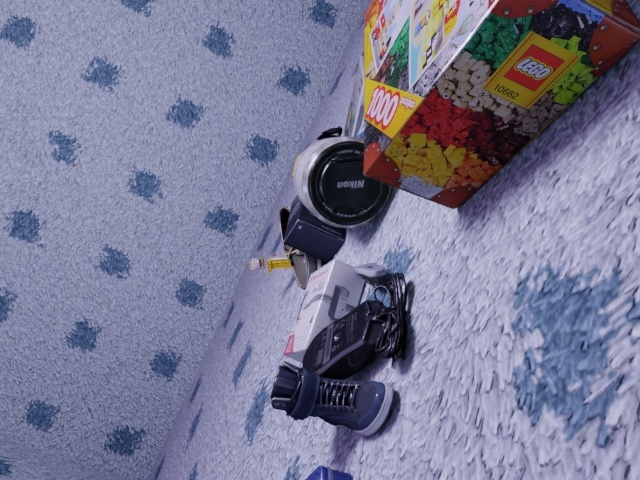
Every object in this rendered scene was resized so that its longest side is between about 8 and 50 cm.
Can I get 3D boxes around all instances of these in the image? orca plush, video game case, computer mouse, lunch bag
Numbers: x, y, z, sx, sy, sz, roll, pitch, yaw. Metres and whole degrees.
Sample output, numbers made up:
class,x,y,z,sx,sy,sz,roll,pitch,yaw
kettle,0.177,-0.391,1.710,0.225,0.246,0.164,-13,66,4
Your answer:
class,x,y,z,sx,sy,sz,roll,pitch,yaw
orca plush,0.063,-0.345,1.825,0.151,0.102,0.287,-49,-5,-10
video game case,0.127,-0.447,1.705,0.328,0.036,0.299,-87,8,-57
computer mouse,0.072,0.193,0.918,0.272,0.072,0.188,-38,25,36
lunch bag,0.000,0.409,0.791,0.098,0.065,0.067,-56,16,31

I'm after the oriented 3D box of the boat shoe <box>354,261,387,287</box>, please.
class,x,y,z,sx,sy,sz,roll,pitch,yaw
boat shoe,0.105,0.073,1.035,0.142,0.049,0.040,-163,59,-81

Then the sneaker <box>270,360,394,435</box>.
class,x,y,z,sx,sy,sz,roll,pitch,yaw
sneaker,0.007,0.260,0.828,0.226,0.164,0.086,-41,26,56

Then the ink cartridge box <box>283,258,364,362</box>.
class,x,y,z,sx,sy,sz,roll,pitch,yaw
ink cartridge box,0.010,0.169,1.127,0.158,0.092,0.217,-37,29,62

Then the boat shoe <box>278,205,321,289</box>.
class,x,y,z,sx,sy,sz,roll,pitch,yaw
boat shoe,-0.071,0.022,1.529,0.109,0.091,0.304,-42,45,37

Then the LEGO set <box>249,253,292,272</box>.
class,x,y,z,sx,sy,sz,roll,pitch,yaw
LEGO set,-0.108,0.031,1.726,0.287,0.132,0.107,-38,15,14

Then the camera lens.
class,x,y,z,sx,sy,sz,roll,pitch,yaw
camera lens,0.048,-0.156,1.278,0.219,0.220,0.274,-64,13,6

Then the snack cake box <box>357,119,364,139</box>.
class,x,y,z,sx,sy,sz,roll,pitch,yaw
snack cake box,0.211,-0.370,1.325,0.152,0.089,0.264,-67,14,-18

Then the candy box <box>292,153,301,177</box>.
class,x,y,z,sx,sy,sz,roll,pitch,yaw
candy box,0.010,-0.169,1.471,0.027,0.206,0.105,-47,21,30

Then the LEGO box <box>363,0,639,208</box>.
class,x,y,z,sx,sy,sz,roll,pitch,yaw
LEGO box,0.241,-0.367,0.838,0.372,0.193,0.499,128,154,-47

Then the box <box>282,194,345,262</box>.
class,x,y,z,sx,sy,sz,roll,pitch,yaw
box,-0.011,-0.059,1.474,0.108,0.153,0.207,-54,16,39
